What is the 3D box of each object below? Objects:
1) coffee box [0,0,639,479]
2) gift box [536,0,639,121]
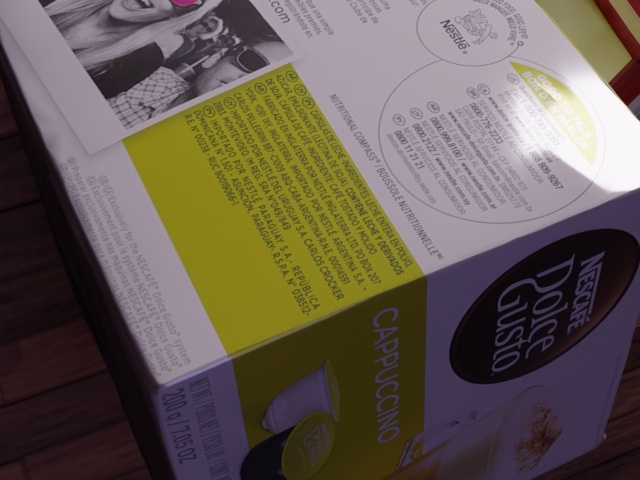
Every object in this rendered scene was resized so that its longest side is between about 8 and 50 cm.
[{"bbox_3d":[0.000,0.000,0.886,0.334,0.338,0.338,-22,145,-14],"label":"coffee box"},{"bbox_3d":[0.269,-0.194,1.019,0.255,0.258,0.276,24,125,-37],"label":"gift box"}]
